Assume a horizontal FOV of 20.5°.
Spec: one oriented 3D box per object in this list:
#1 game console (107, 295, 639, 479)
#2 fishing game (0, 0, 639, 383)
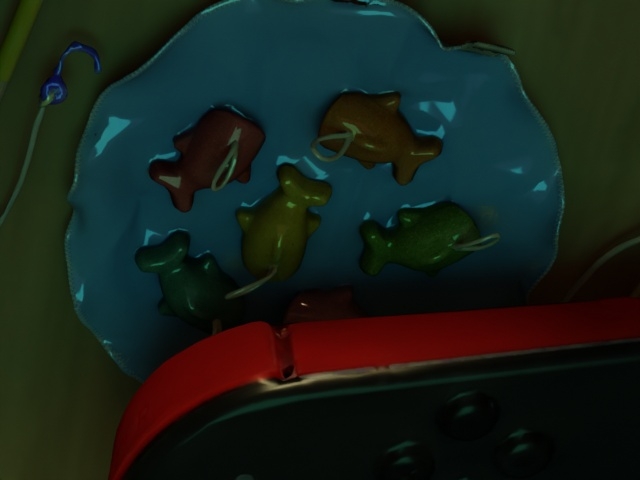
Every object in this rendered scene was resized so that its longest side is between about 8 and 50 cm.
[{"bbox_3d":[0.094,0.181,0.705,0.342,0.060,0.386,-3,127,-4],"label":"game console"},{"bbox_3d":[0.000,0.000,0.626,0.264,0.041,0.189,24,117,-18],"label":"fishing game"}]
